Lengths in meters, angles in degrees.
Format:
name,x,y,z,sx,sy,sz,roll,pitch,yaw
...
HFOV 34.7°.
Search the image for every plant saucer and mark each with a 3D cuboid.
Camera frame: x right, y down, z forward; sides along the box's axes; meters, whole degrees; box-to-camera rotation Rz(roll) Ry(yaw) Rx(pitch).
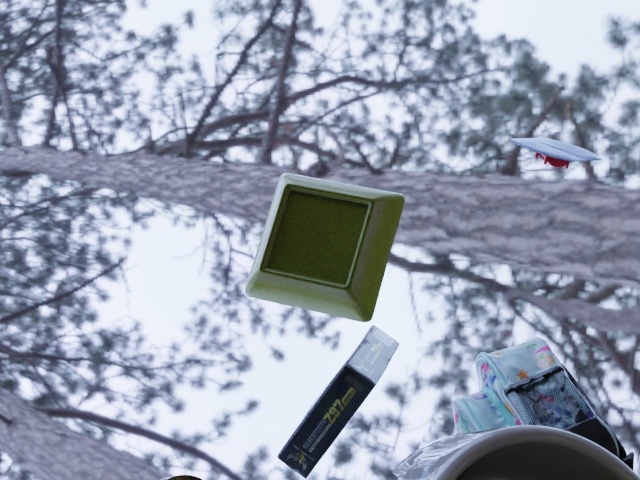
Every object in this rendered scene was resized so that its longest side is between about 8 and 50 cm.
name,x,y,z,sx,sy,sz,roll,pitch,yaw
plant saucer,0.000,0.000,1.392,0.045,0.189,0.188,51,-127,-66

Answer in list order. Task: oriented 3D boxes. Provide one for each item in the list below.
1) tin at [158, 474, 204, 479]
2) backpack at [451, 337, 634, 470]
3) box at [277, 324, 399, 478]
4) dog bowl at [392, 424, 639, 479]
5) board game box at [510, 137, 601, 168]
name,x,y,z,sx,sy,sz,roll,pitch,yaw
tin,-0.159,0.343,1.079,0.106,0.040,0.189,24,-116,-35
backpack,0.278,0.261,1.348,0.191,0.253,0.225,-14,-56,0
box,0.032,0.239,1.559,0.059,0.233,0.183,36,-74,6
dog bowl,0.204,0.335,0.966,0.349,0.102,0.348,10,-121,-18
board game box,0.427,-0.152,1.866,0.169,0.133,0.033,-8,-63,-45
